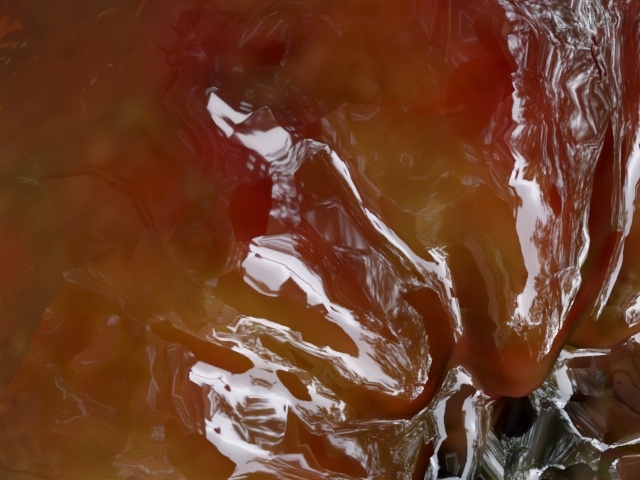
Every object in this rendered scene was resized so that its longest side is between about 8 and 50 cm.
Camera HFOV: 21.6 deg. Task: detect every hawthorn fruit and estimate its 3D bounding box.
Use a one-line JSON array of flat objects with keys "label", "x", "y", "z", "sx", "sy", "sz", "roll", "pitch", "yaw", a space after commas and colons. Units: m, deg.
[{"label": "hawthorn fruit", "x": 0.000, "y": 0.000, "z": 0.617, "sx": 0.403, "sy": 0.403, "sz": 0.403, "roll": 20, "pitch": 90, "yaw": -74}]
